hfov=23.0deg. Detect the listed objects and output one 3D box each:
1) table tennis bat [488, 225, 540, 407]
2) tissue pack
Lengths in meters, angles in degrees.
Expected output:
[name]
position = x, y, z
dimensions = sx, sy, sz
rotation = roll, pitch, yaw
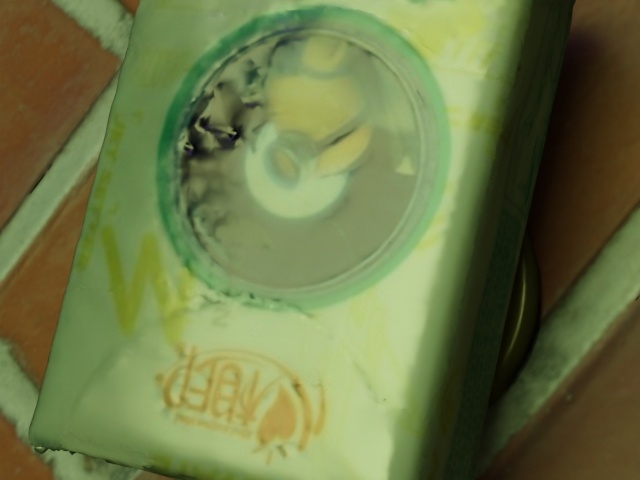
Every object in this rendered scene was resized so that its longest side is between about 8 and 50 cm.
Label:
[table tennis bat]
position = 0.000, 0.000, 1.157
dimensions = 0.368, 0.054, 0.224
rotation = 38, 96, 28
[tissue pack]
position = -0.009, -0.018, 1.047
dimensions = 0.287, 0.162, 0.388
rotation = 10, 82, 24
